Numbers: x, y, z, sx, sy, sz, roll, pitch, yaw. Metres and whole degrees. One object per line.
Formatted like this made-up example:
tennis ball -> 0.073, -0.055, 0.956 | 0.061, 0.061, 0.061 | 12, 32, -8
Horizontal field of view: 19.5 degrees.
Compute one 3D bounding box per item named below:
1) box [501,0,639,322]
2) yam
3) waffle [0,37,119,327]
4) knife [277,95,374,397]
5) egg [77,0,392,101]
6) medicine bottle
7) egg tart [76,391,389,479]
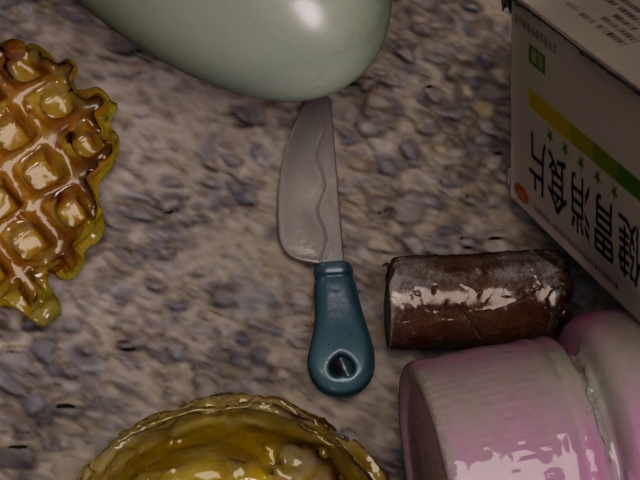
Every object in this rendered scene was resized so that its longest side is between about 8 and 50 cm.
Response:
box -> 0.247, -0.060, 1.281 | 0.145, 0.333, 0.173 | -10, 117, -15
yam -> 0.117, 0.044, 1.388 | 0.141, 0.079, 0.079 | -2, 75, -5
waffle -> -0.276, -0.042, 1.394 | 0.243, 0.059, 0.238 | 4, 78, -1
knife -> -0.002, 0.001, 1.416 | 0.058, 0.032, 0.244 | -10, 72, 1
egg -> -0.098, -0.255, 1.370 | 0.371, 0.230, 0.230 | 44, 76, 3
medicine bottle -> 0.262, 0.147, 1.298 | 0.388, 0.219, 0.219 | -8, 76, -8
egg tart -> -0.065, 0.239, 1.311 | 0.278, 0.095, 0.279 | 1, 76, -3
